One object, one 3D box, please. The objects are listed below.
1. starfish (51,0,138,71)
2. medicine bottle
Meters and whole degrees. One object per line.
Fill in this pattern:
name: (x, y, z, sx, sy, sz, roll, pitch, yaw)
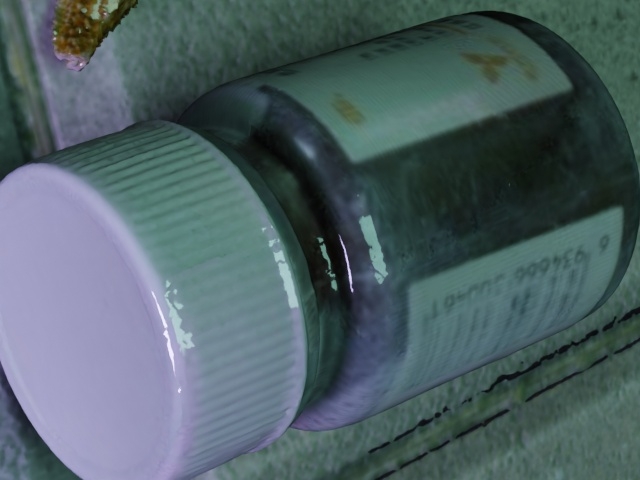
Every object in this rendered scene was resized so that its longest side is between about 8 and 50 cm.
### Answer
starfish: (-0.062, -0.185, 0.903, 0.240, 0.043, 0.227, 2, 109, -46)
medicine bottle: (0.000, 0.000, 0.905, 0.273, 0.165, 0.165, -19, 105, -35)
